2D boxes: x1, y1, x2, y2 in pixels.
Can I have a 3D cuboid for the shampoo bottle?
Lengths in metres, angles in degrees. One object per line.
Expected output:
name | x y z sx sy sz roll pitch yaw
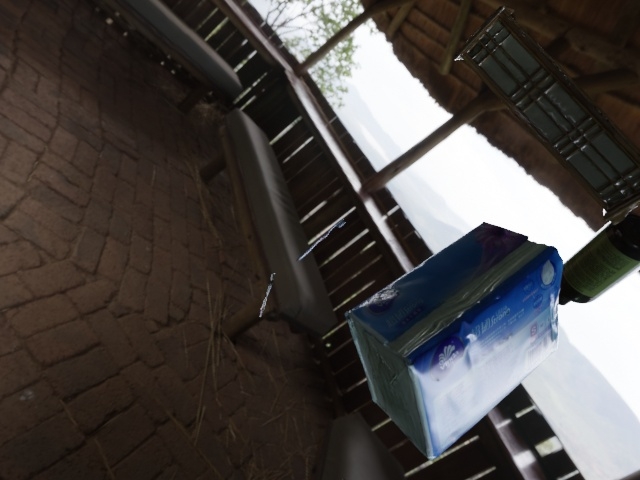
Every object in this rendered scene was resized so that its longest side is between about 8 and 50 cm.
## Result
shampoo bottle | 0.573 0.065 0.904 0.101 0.101 0.284 60 -25 28

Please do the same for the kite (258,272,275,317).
kite | -0.131 0.136 1.044 0.011 0.157 0.139 16 35 -4

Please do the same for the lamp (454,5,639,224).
lamp | 0.335 -0.177 0.600 0.325 0.089 0.090 50 38 4

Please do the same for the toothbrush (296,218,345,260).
toothbrush | 0.000 0.000 1.325 0.019 0.193 0.013 49 -3 20

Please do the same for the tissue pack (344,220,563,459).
tissue pack | 0.190 0.126 0.589 0.146 0.263 0.198 34 -32 52
